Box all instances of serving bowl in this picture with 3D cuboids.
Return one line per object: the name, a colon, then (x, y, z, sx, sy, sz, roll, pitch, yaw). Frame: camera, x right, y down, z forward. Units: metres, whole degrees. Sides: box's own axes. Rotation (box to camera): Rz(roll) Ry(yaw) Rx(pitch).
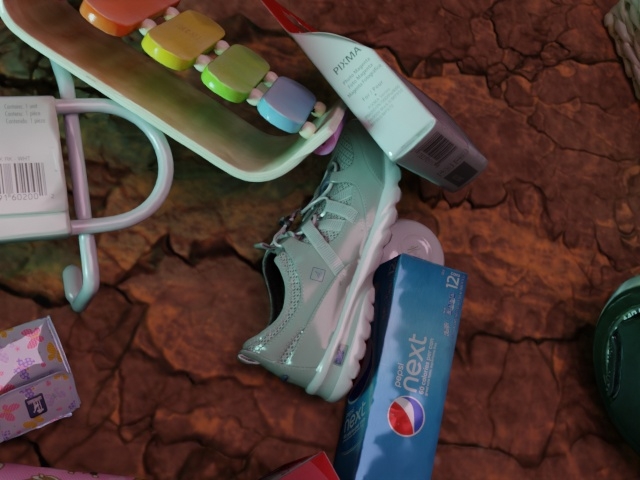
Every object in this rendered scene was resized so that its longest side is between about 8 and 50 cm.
serving bowl: (0.090, 0.015, 0.908, 0.083, 0.027, 0.083, 7, 70, -20)

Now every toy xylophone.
toy xylophone: (-0.126, -0.170, 0.787, 0.323, 0.081, 0.236, 30, 23, -14)

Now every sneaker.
sneaker: (0.000, 0.000, 0.834, 0.115, 0.105, 0.281, 16, 63, -9)

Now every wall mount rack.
wall mount rack: (-0.309, -0.085, 0.731, 0.350, 0.130, 0.304, -5, 76, -25)

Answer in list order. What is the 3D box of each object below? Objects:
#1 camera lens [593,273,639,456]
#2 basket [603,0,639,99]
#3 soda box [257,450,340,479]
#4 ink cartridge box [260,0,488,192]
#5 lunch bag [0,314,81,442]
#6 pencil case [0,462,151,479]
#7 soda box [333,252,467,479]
camera lens: (0.433, 0.112, 0.905, 0.274, 0.219, 0.219, -14, 77, -26)
basket: (0.577, -0.221, 1.059, 0.331, 0.266, 0.328, -13, 77, -25)
soda box: (0.020, 0.310, 0.735, 0.083, 0.092, 0.263, -27, 83, -29)
ink cartridge box: (0.048, -0.155, 0.845, 0.232, 0.066, 0.189, 57, 17, 18)
lunch bag: (-0.237, 0.111, 0.726, 0.071, 0.053, 0.083, -18, 88, -25)
pencil case: (-0.096, 0.261, 0.609, 0.386, 0.167, 0.160, 10, 41, 2)
soda box: (0.072, 0.124, 0.826, 0.071, 0.067, 0.210, 18, 72, -14)
